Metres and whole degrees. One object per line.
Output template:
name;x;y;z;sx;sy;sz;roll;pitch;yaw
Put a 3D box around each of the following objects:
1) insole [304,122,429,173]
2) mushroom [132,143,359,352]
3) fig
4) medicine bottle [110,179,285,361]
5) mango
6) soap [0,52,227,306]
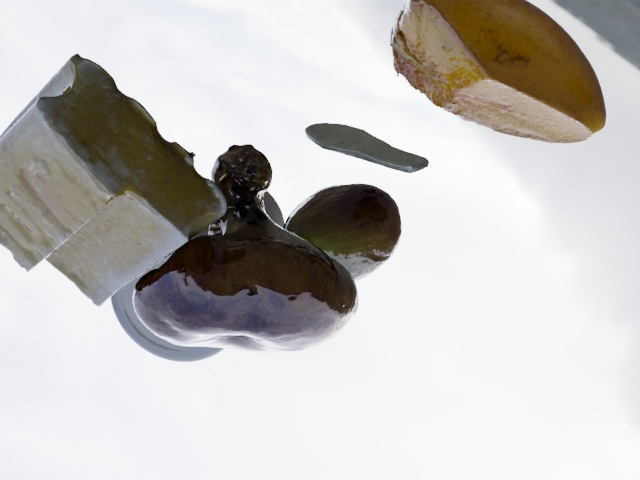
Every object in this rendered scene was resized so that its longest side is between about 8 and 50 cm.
insole;0.051;-0.113;1.669;0.063;0.010;0.192;-25;-146;-37
mushroom;-0.078;0.049;1.752;0.267;0.254;0.267;29;161;11
fig;0.001;0.002;2.070;0.170;0.145;0.274;5;-162;38
medicine bottle;-0.174;0.030;2.144;0.208;0.208;0.339;35;-157;-1
mango;0.260;-0.258;2.014;0.350;0.199;0.201;27;-176;8
soap;-0.280;-0.059;1.691;0.259;0.281;0.143;43;-128;-10
